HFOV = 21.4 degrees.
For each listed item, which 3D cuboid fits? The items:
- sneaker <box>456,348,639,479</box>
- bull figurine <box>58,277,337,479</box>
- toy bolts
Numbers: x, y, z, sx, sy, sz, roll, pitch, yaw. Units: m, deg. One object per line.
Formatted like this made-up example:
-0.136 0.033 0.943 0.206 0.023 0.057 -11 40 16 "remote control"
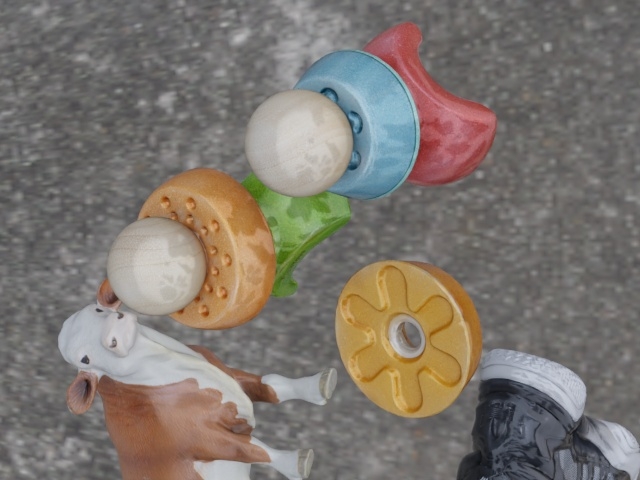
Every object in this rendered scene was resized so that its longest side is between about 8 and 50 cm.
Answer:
0.181 0.203 1.409 0.268 0.101 0.153 47 62 -52 "sneaker"
-0.087 0.156 1.262 0.310 0.188 0.101 85 22 -43 "bull figurine"
0.000 0.000 0.995 0.218 0.228 0.158 46 36 19 "toy bolts"
